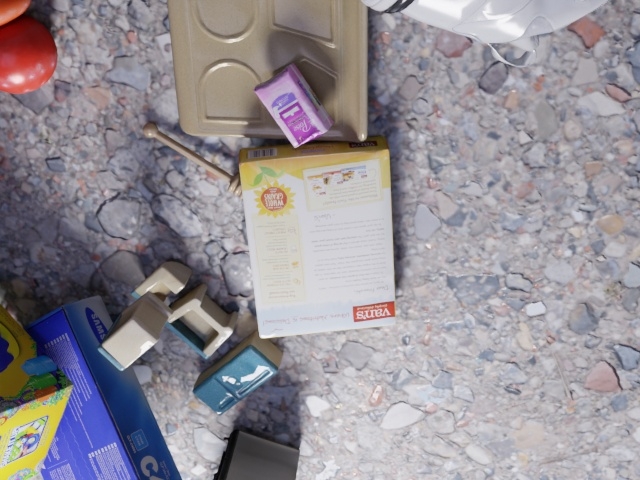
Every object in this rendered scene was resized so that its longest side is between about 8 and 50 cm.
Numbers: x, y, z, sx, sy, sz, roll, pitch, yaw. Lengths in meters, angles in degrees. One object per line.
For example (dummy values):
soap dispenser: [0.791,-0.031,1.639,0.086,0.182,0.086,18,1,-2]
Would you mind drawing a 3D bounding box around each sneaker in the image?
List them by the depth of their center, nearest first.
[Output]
sneaker: [0.205,-0.340,0.892,0.210,0.137,0.365,27,117,-13]

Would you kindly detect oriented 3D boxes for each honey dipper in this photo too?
honey dipper: [-0.142,-0.094,1.143,0.161,0.030,0.030,31,119,-3]

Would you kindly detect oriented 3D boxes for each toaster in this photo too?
toaster: [-0.105,0.370,1.314,0.110,0.185,0.168,17,112,-2]

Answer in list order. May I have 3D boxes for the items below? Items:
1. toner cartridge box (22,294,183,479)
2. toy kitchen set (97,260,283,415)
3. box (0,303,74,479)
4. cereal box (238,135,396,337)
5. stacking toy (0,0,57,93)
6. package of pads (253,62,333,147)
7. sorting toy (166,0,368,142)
toner cartridge box: [-0.292,0.263,1.245,0.165,0.075,0.347,-27,86,30]
toy kitchen set: [-0.174,0.155,1.203,0.207,0.166,0.122,43,116,-14]
box: [-0.513,0.181,1.152,0.290,0.279,0.177,40,122,21]
cereal box: [0.000,0.000,1.140,0.173,0.047,0.240,-5,118,-2]
stacking toy: [-0.380,-0.306,1.012,0.141,0.141,0.330,-11,120,15]
package of pads: [-0.029,-0.146,1.044,0.050,0.032,0.083,-26,109,29]
sorting toy: [-0.058,-0.256,1.036,0.229,0.041,0.307,5,119,12]
